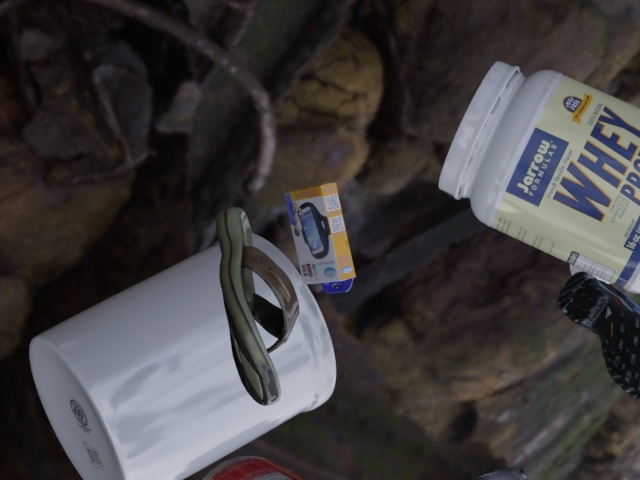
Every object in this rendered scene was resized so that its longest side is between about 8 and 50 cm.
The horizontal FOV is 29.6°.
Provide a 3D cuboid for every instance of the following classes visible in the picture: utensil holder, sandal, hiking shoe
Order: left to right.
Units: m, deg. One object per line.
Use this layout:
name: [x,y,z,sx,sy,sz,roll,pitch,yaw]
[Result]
utensil holder: [-0.224,0.204,1.938,0.385,0.327,0.327,-26,149,-28]
sandal: [-0.071,0.060,1.428,0.086,0.303,0.120,-8,132,-2]
hiking shoe: [0.533,0.163,2.049,0.132,0.304,0.113,16,120,-35]

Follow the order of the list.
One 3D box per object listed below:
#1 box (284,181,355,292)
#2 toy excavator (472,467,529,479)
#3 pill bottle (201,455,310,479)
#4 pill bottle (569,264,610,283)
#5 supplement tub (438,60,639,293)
box: [0.000,0.000,1.498,0.028,0.136,0.081,-12,-178,-36]
toy excavator: [0.159,0.460,1.374,0.433,0.222,0.445,-33,153,17]
pill bottle: [-0.077,0.538,2.214,0.229,0.229,0.408,-28,-169,-20]
pill bottle: [0.539,0.042,2.258,0.137,0.078,0.078,-10,141,-28]
supplement tub: [0.351,-0.093,1.666,0.235,0.325,0.235,-60,169,-21]
